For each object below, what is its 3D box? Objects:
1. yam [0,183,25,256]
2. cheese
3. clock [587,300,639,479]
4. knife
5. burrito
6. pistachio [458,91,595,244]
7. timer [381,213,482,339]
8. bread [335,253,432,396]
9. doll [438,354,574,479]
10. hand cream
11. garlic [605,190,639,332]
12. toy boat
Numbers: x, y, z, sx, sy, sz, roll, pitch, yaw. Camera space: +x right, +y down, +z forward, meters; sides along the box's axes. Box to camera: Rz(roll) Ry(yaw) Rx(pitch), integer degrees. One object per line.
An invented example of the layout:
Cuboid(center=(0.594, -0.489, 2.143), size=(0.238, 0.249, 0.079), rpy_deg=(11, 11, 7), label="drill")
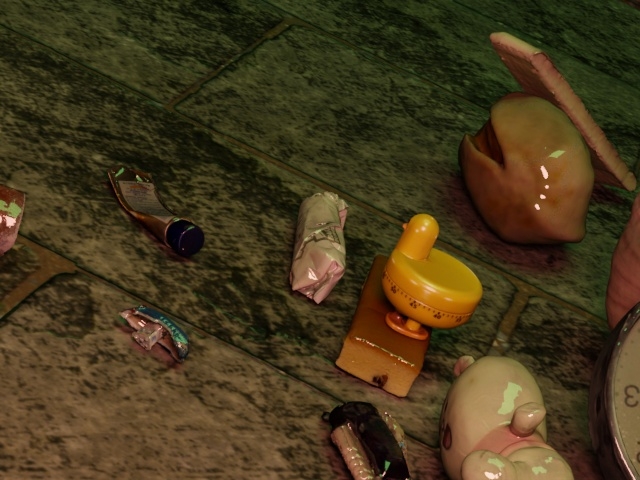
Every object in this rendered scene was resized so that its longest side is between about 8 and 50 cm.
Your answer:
Cuboid(center=(-0.363, -0.034, 1.661), size=(0.141, 0.079, 0.079), rpy_deg=(17, 26, -16), label="yam")
Cuboid(center=(0.335, -0.169, 2.341), size=(0.085, 0.034, 0.400), rpy_deg=(25, -12, 36), label="cheese")
Cuboid(center=(0.427, 0.172, 1.696), size=(0.319, 0.319, 0.066), rpy_deg=(26, -18, 6), label="clock")
Cuboid(center=(0.085, 0.250, 1.518), size=(0.089, 0.043, 0.365), rpy_deg=(10, 29, -25), label="knife")
Cuboid(center=(0.000, -0.001, 1.924), size=(0.064, 0.064, 0.203), rpy_deg=(20, 26, -7), label="burrito")
Cuboid(center=(0.274, -0.089, 2.221), size=(0.197, 0.166, 0.288), rpy_deg=(43, 16, -15), label="pistachio")
Cuboid(center=(0.117, 0.037, 1.770), size=(0.107, 0.109, 0.107), rpy_deg=(21, 24, -10), label="timer")
Cuboid(center=(0.075, 0.087, 1.828), size=(0.088, 0.049, 0.226), rpy_deg=(24, 24, 1), label="bread")
Cuboid(center=(0.169, 0.196, 1.586), size=(0.113, 0.154, 0.275), rpy_deg=(7, 20, -2), label="doll")
Cuboid(center=(-0.178, -0.034, 1.871), size=(0.062, 0.039, 0.163), rpy_deg=(2, 27, -35), label="hand cream")
Cuboid(center=(0.454, 0.070, 1.902), size=(0.317, 0.317, 0.259), rpy_deg=(26, 21, 5), label="garlic")
Cuboid(center=(-0.160, 0.089, 1.640), size=(0.083, 0.038, 0.038), rpy_deg=(34, 27, 21), label="toy boat")
